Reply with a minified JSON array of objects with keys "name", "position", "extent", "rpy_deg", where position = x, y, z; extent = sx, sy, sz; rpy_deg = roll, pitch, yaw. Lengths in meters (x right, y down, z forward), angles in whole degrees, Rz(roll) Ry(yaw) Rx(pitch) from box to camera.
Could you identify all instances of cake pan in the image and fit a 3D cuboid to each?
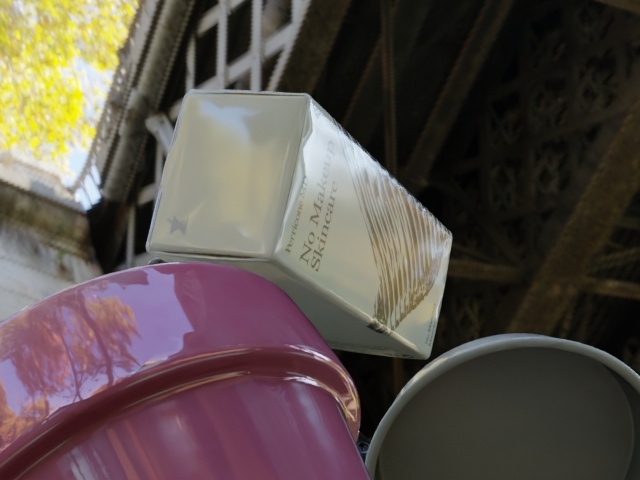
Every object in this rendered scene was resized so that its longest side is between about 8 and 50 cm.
[{"name":"cake pan","position":[0.184,0.213,1.035],"extent":[0.293,0.054,0.293],"rpy_deg":[-1,-69,-3]}]

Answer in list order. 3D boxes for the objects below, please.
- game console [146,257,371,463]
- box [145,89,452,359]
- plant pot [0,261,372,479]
[{"name":"game console","position":[-0.097,0.246,1.283],"extent":[0.060,0.386,0.342],"rpy_deg":[-30,-32,-36]},{"name":"box","position":[0.000,0.000,0.758],"extent":[0.275,0.094,0.113],"rpy_deg":[34,-115,-60]},{"name":"plant pot","position":[-0.047,0.140,0.416],"extent":[0.201,0.180,0.201],"rpy_deg":[-24,-37,-19]}]
